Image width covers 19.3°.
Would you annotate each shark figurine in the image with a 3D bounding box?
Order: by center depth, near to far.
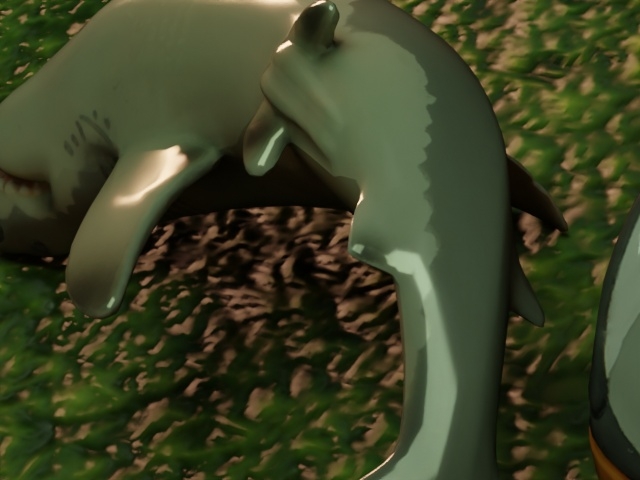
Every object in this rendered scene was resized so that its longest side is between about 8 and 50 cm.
[{"bbox_3d":[0.018,-0.005,0.421,0.166,0.116,0.278,-57,32,9],"label":"shark figurine"}]

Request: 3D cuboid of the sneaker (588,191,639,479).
[{"bbox_3d":[0.174,-0.010,0.358,0.262,0.099,0.121,-32,45,-11],"label":"sneaker"}]
